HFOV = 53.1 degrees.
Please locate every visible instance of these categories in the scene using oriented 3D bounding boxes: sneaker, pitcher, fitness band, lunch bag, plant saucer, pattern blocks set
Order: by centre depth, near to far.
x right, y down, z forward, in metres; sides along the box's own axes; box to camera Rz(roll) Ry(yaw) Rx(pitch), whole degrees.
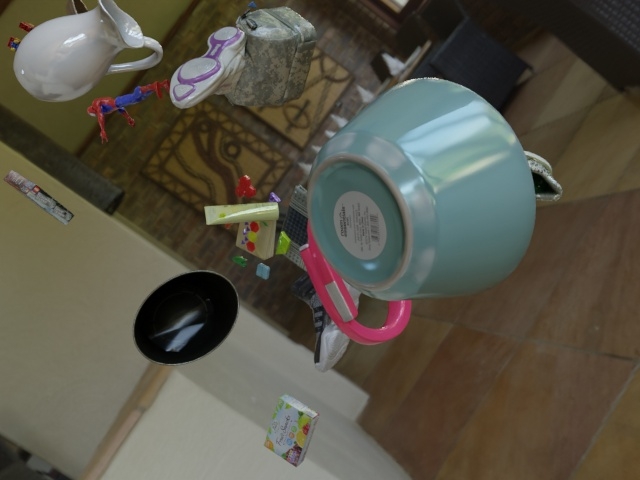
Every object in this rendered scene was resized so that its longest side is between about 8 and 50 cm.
[{"bbox_3d":[-0.388,-0.308,1.079,0.207,0.125,0.178,-25,-25,17],"label":"pitcher"},{"bbox_3d":[0.069,0.054,1.203,0.054,0.290,0.209,-27,-5,40],"label":"fitness band"},{"bbox_3d":[0.001,0.173,1.549,0.101,0.153,0.268,0,-73,-59],"label":"sneaker"},{"bbox_3d":[-0.264,-0.405,1.610,0.152,0.114,0.305,85,-152,-47],"label":"sneaker"},{"bbox_3d":[0.458,-0.188,1.667,0.182,0.411,0.158,-118,40,-67],"label":"sneaker"},{"bbox_3d":[-0.182,-0.598,2.101,0.256,0.212,0.305,-30,-26,-41],"label":"lunch bag"},{"bbox_3d":[-0.821,-0.731,2.260,0.041,0.277,0.278,-22,7,-1],"label":"plant saucer"},{"bbox_3d":[-0.225,-0.036,2.263,0.026,0.285,0.324,-26,-36,-55],"label":"pattern blocks set"}]

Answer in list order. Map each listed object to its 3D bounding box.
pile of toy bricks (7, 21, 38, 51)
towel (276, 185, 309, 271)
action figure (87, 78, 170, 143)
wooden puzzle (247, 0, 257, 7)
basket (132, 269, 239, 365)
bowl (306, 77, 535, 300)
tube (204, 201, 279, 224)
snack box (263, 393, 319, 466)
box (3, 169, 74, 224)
[{"bbox_3d":[-0.787,-0.553,1.877,0.118,0.212,0.105,-58,7,17],"label":"pile of toy bricks"},{"bbox_3d":[0.000,0.000,2.278,0.056,0.324,0.312,-30,-32,-46],"label":"towel"},{"bbox_3d":[-0.559,-0.372,1.870,0.280,0.139,0.091,-6,15,23],"label":"action figure"},{"bbox_3d":[-0.213,-0.722,1.815,0.014,0.079,0.116,27,122,54],"label":"wooden puzzle"},{"bbox_3d":[-0.273,0.151,1.266,0.204,0.154,0.227,-35,5,-17],"label":"basket"},{"bbox_3d":[0.100,-0.045,0.838,0.163,0.311,0.311,-22,-16,-40],"label":"bowl"},{"bbox_3d":[-0.260,-0.090,2.118,0.070,0.240,0.062,-179,85,-78],"label":"tube"},{"bbox_3d":[-0.070,0.448,1.512,0.037,0.100,0.141,-14,-54,-58],"label":"snack box"},{"bbox_3d":[-0.527,-0.081,1.198,0.137,0.094,0.027,22,71,45],"label":"box"}]
